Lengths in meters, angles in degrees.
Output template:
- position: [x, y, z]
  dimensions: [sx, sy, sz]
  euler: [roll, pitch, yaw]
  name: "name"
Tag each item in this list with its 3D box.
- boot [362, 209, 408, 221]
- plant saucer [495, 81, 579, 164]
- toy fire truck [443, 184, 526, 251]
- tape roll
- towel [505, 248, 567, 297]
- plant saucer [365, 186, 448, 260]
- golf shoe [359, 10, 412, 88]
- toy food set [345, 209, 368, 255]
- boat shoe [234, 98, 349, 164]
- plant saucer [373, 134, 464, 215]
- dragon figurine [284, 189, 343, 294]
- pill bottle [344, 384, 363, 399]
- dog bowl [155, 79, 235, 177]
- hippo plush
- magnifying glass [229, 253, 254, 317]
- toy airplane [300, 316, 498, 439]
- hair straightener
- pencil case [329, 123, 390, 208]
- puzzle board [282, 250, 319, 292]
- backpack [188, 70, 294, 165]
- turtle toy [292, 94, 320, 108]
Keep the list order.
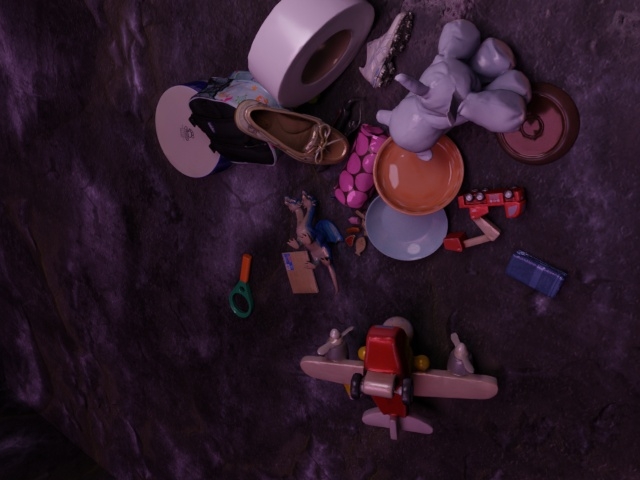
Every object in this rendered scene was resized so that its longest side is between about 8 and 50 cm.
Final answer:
- position: [0.170, -0.078, 1.409]
  dimensions: [0.106, 0.037, 0.114]
  euler: [33, 130, 5]
  name: "boot"
- position: [0.429, -0.231, 1.158]
  dimensions: [0.168, 0.029, 0.169]
  euler: [16, 119, 30]
  name: "plant saucer"
- position: [0.362, -0.047, 1.275]
  dimensions: [0.192, 0.047, 0.135]
  euler: [-2, 109, 36]
  name: "toy fire truck"
- position: [-0.017, -0.424, 1.234]
  dimensions: [0.100, 0.286, 0.286]
  euler: [46, 129, 9]
  name: "tape roll"
- position: [0.470, 0.073, 1.261]
  dimensions: [0.119, 0.029, 0.067]
  euler: [29, 124, 22]
  name: "towel"
- position: [0.204, -0.044, 1.370]
  dimensions: [0.194, 0.037, 0.195]
  euler: [6, 119, 11]
  name: "plant saucer"
- position: [0.136, -0.427, 1.264]
  dimensions: [0.086, 0.069, 0.176]
  euler: [42, 128, 22]
  name: "golf shoe"
- position: [0.099, -0.025, 1.499]
  dimensions: [0.078, 0.019, 0.122]
  euler: [40, 136, 16]
  name: "toy food set"
- position: [-0.053, -0.235, 1.294]
  dimensions: [0.089, 0.285, 0.105]
  euler: [31, 106, 63]
  name: "boat shoe"
- position: [0.218, -0.153, 1.287]
  dimensions: [0.199, 0.037, 0.200]
  euler: [-1, 86, 10]
  name: "plant saucer"
- position: [0.000, 0.000, 1.536]
  dimensions: [0.085, 0.144, 0.289]
  euler: [-25, 113, 39]
  name: "dragon figurine"
- position: [0.090, 0.418, 1.682]
  dimensions: [0.043, 0.043, 0.083]
  euler: [-19, 98, 40]
  name: "pill bottle"
- position: [-0.342, -0.316, 1.637]
  dimensions: [0.264, 0.104, 0.265]
  euler: [16, 119, 31]
  name: "dog bowl"
- position: [0.255, -0.251, 1.144]
  dimensions: [0.234, 0.294, 0.236]
  euler: [38, 147, 0]
  name: "hippo plush"
- position: [-0.243, 0.145, 1.823]
  dimensions: [0.092, 0.026, 0.231]
  euler: [27, 125, 25]
  name: "magnifying glass"
- position: [0.192, 0.332, 1.464]
  dimensions: [0.386, 0.273, 0.384]
  euler: [27, 145, -20]
  name: "toy airplane"
- position: [0.052, -0.253, 1.415]
  dimensions: [0.089, 0.047, 0.230]
  euler: [52, 126, 22]
  name: "hair straightener"
- position: [0.100, -0.180, 1.386]
  dimensions: [0.098, 0.095, 0.209]
  euler: [51, 131, 34]
  name: "pencil case"
- position: [-0.058, 0.092, 1.670]
  dimensions: [0.096, 0.011, 0.128]
  euler: [-5, 106, 39]
  name: "puzzle board"
- position: [-0.174, -0.299, 1.425]
  dimensions: [0.253, 0.191, 0.225]
  euler: [22, 153, 48]
  name: "backpack"
- position: [-0.061, -0.378, 1.423]
  dimensions: [0.130, 0.066, 0.095]
  euler: [40, 164, 16]
  name: "turtle toy"
